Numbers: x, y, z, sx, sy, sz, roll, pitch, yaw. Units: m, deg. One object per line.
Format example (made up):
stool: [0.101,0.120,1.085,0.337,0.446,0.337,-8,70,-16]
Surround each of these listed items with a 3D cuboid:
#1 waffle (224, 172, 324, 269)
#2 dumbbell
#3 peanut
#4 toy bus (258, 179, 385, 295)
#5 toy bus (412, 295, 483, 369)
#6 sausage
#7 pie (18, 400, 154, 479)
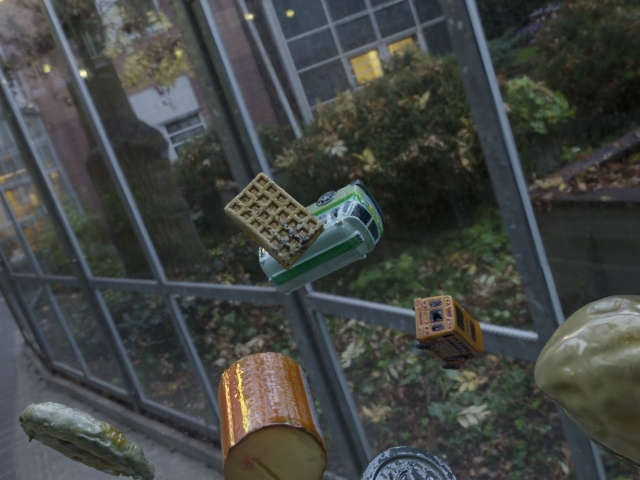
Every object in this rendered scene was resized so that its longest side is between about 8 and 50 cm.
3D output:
waffle: [-0.077,-0.034,1.114,0.102,0.148,0.042,-46,-10,-16]
dumbbell: [0.139,0.523,1.179,0.179,0.406,0.179,2,41,-2]
peanut: [0.314,0.118,0.511,0.313,0.149,0.149,10,10,-6]
toy bus: [0.000,0.000,1.460,0.276,0.133,0.164,-27,27,19]
toy bus: [0.229,0.165,1.164,0.088,0.083,0.194,-15,-31,25]
sausage: [-0.117,0.424,1.513,0.233,0.233,0.287,-21,26,-2]
pie: [-0.424,0.374,1.208,0.274,0.274,0.055,-10,45,40]
